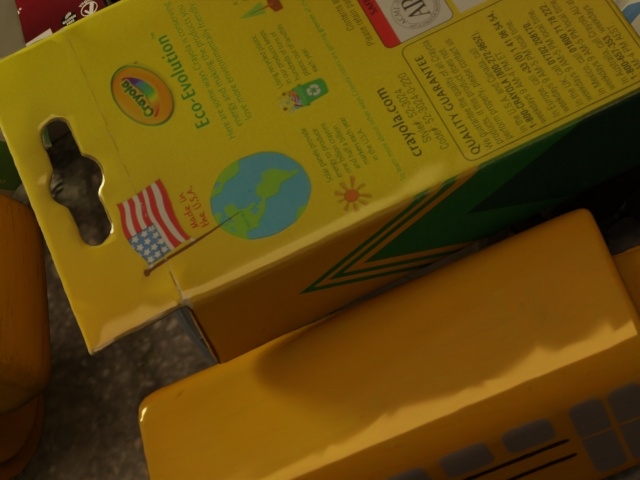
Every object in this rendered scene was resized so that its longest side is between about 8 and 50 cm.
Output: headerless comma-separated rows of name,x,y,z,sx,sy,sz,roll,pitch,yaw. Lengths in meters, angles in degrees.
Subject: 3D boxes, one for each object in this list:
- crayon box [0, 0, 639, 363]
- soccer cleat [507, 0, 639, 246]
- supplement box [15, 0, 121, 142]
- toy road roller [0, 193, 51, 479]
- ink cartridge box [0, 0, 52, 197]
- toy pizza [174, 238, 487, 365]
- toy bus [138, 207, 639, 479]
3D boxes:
crayon box,-0.003,-0.073,0.749,0.319,0.081,0.202,-25,60,-3
soccer cleat,0.231,-0.122,0.812,0.331,0.116,0.143,-29,53,7
supplement box,-0.233,-0.191,1.097,0.130,0.073,0.239,-32,52,4
toy road roller,-0.309,0.057,0.823,0.240,0.329,0.202,-36,48,28
ink cartridge box,-0.289,-0.067,0.967,0.212,0.093,0.154,-45,52,37
toy pizza,0.000,0.000,0.836,0.201,0.032,0.201,1,98,8
toy bus,0.081,0.083,0.745,0.333,0.130,0.108,-24,53,10
